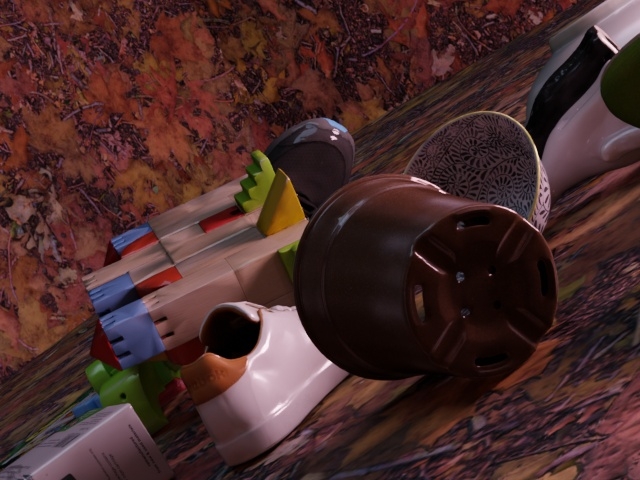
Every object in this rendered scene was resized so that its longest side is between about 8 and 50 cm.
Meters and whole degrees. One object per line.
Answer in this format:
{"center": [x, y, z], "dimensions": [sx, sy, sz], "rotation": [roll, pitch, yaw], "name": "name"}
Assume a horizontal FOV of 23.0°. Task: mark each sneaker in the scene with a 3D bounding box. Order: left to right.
{"center": [-0.058, 0.000, 2.041], "dimensions": [0.341, 0.125, 0.140], "rotation": [-57, 19, 16], "name": "sneaker"}
{"center": [-0.032, 0.088, 1.453], "dimensions": [0.106, 0.123, 0.290], "rotation": [-31, 5, 29], "name": "sneaker"}

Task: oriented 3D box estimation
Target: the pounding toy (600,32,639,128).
{"center": [0.353, -0.114, 1.300], "dimensions": [0.236, 0.110, 0.183], "rotation": [-2, -26, -35], "name": "pounding toy"}

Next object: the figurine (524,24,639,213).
{"center": [0.238, -0.092, 1.571], "dimensions": [0.209, 0.092, 0.215], "rotation": [-44, 14, 17], "name": "figurine"}

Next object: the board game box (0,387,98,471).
{"center": [-0.341, 0.249, 2.182], "dimensions": [0.136, 0.030, 0.259], "rotation": [-30, 6, 41], "name": "board game box"}

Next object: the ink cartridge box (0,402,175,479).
{"center": [-0.262, 0.250, 1.499], "dimensions": [0.208, 0.087, 0.153], "rotation": [-35, 7, -23], "name": "ink cartridge box"}

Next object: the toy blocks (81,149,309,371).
{"center": [-0.137, 0.048, 1.721], "dimensions": [0.260, 0.191, 0.381], "rotation": [-25, 20, -7], "name": "toy blocks"}

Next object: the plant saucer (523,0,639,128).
{"center": [0.405, -0.273, 2.003], "dimensions": [0.400, 0.101, 0.400], "rotation": [-33, 1, 1], "name": "plant saucer"}

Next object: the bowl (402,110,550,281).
{"center": [0.155, -0.028, 1.461], "dimensions": [0.170, 0.170, 0.080], "rotation": [-29, -36, 33], "name": "bowl"}

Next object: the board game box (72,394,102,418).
{"center": [-0.408, 0.322, 1.848], "dimensions": [0.390, 0.050, 0.390], "rotation": [-32, 7, 5], "name": "board game box"}

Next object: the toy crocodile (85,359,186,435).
{"center": [-0.201, 0.158, 1.908], "dimensions": [0.115, 0.105, 0.340], "rotation": [-36, 1, 2], "name": "toy crocodile"}

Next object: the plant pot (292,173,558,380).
{"center": [0.086, 0.033, 1.182], "dimensions": [0.167, 0.167, 0.165], "rotation": [-35, 15, -17], "name": "plant pot"}
